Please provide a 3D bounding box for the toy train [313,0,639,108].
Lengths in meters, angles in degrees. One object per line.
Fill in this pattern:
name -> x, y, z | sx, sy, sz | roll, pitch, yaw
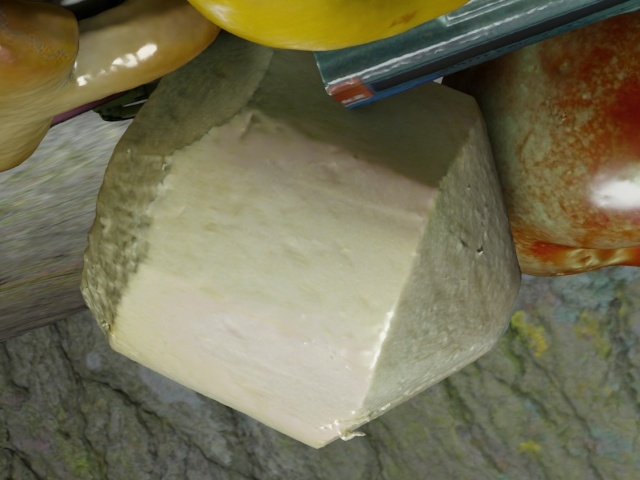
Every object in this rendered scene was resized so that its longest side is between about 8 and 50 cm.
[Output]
toy train -> 0.183, -0.174, 0.806 | 0.409, 0.086, 0.089 | -19, 174, 11

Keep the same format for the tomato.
tomato -> 0.207, -0.095, 1.066 | 0.270, 0.222, 0.270 | -3, 170, -1

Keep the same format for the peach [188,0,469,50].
peach -> 0.028, -0.131, 0.551 | 0.179, 0.103, 0.179 | -20, 179, 0

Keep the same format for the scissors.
scissors -> -0.173, -0.079, 1.001 | 0.187, 0.020, 0.133 | -18, 170, -1

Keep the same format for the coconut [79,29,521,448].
coconut -> 0.000, 0.000, 0.958 | 0.244, 0.239, 0.239 | 22, 180, 5

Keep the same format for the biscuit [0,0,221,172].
biscuit -> -0.165, -0.077, 0.840 | 0.208, 0.047, 0.164 | -24, 174, 43
